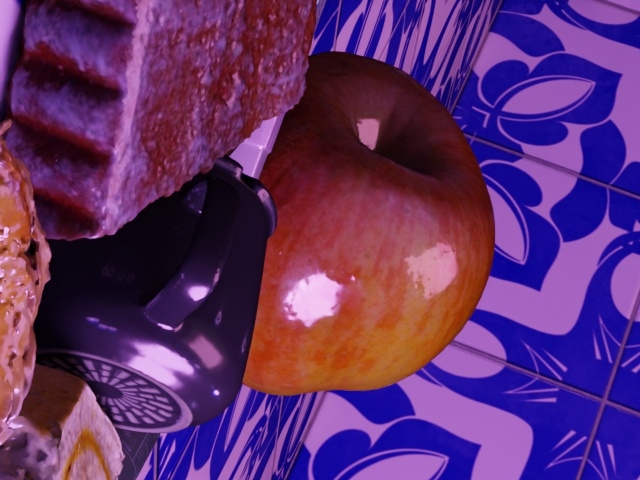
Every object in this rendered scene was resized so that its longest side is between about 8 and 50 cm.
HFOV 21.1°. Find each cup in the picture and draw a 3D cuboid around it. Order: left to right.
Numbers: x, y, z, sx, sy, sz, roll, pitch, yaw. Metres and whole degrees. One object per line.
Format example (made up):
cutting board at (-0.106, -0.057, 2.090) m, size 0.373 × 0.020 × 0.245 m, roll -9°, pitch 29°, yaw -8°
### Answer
cup at (-0.106, 0.019, 1.133) m, size 0.223 × 0.169 × 0.177 m, roll -34°, pitch -149°, yaw 55°

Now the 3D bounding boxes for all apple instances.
apple at (0.000, 0.000, 1.499) m, size 0.301 × 0.301 × 0.302 m, roll 20°, pitch 90°, yaw -82°

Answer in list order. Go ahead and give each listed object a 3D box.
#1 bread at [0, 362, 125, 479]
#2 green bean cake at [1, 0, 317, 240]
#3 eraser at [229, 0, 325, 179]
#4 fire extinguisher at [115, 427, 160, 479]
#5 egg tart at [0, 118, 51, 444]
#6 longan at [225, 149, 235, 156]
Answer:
bread at (-0.208, 0.164, 1.074) m, size 0.257 × 0.124 × 0.186 m, roll 94°, pitch 13°, yaw -59°
green bean cake at (-0.096, -0.111, 1.060) m, size 0.232 × 0.097 × 0.199 m, roll -24°, pitch 129°, yaw -58°
eraser at (-0.058, -0.159, 1.341) m, size 0.052 × 0.095 × 0.225 m, roll 30°, pitch 80°, yaw -86°
fire extinguisher at (-0.191, 0.167, 1.300) m, size 0.114 × 0.095 × 0.311 m, roll 51°, pitch 43°, yaw -27°
egg tart at (-0.218, 0.053, 0.826) m, size 0.232 × 0.098 × 0.252 m, roll 14°, pitch 92°, yaw -76°
longan at (-0.107, -0.093, 1.217) m, size 0.119 × 0.106 × 0.106 m, roll -19°, pitch 149°, yaw -20°
